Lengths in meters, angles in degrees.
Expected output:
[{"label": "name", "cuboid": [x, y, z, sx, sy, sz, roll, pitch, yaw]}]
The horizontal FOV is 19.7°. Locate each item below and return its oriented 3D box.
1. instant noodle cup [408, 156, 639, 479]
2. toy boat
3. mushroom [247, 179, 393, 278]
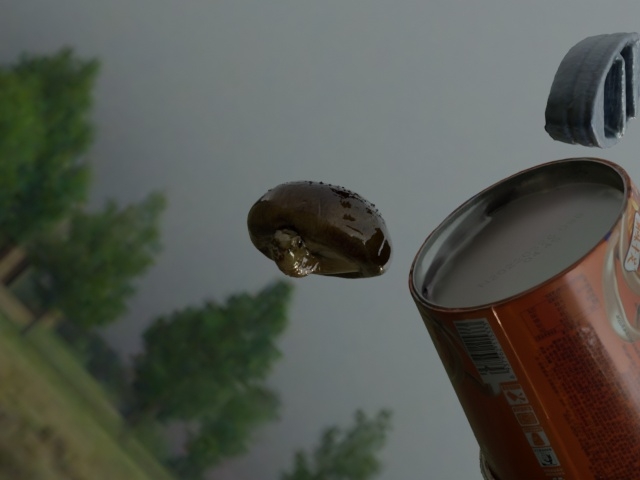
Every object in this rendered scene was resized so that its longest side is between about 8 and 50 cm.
[{"label": "instant noodle cup", "cuboid": [0.199, 0.067, 1.480, 0.192, 0.250, 0.250, 58, -11, -25]}, {"label": "toy boat", "cuboid": [0.345, -0.183, 2.290, 0.078, 0.127, 0.283, 6, 21, 20]}, {"label": "mushroom", "cuboid": [0.000, 0.000, 1.520, 0.127, 0.087, 0.127, 20, -15, 5]}]
